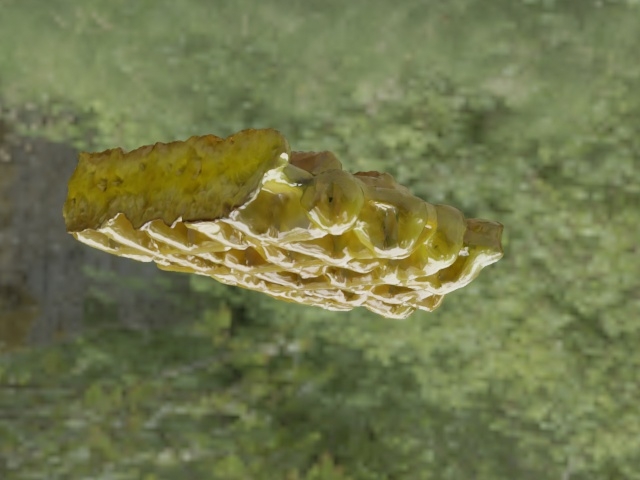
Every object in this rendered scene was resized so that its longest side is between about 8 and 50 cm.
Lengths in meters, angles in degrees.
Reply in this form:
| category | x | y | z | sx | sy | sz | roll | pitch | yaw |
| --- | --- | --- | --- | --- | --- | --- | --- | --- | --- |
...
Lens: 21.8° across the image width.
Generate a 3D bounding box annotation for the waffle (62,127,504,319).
| category | x | y | z | sx | sy | sz | roll | pitch | yaw |
| --- | --- | --- | --- | --- | --- | --- | --- | --- | --- |
| waffle | 0.000 | -0.001 | 0.957 | 0.219 | 0.057 | 0.229 | 21 | 165 | -39 |
